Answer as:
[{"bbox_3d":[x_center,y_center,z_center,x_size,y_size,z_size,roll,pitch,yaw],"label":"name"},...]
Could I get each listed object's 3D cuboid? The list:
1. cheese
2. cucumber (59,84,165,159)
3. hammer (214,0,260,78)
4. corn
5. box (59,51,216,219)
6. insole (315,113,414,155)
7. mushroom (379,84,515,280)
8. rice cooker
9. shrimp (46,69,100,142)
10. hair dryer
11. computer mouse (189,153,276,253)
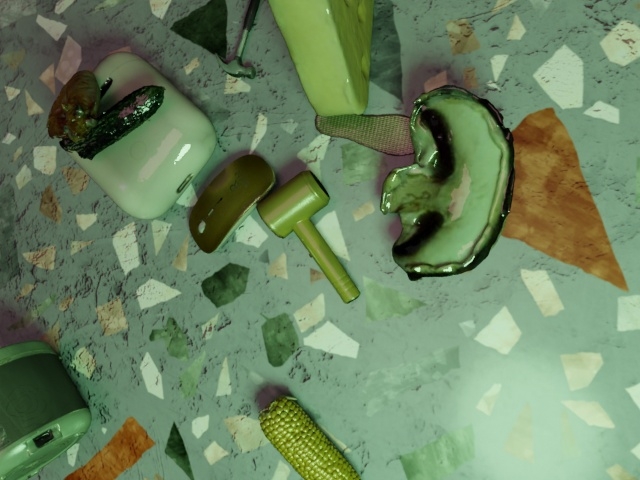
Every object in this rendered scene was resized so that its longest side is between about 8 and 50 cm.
[{"bbox_3d":[0.022,-0.476,0.813,0.104,0.384,0.384,3,88,23],"label":"cheese"},{"bbox_3d":[-0.414,-0.238,0.872,0.245,0.067,0.067,-27,80,13],"label":"cucumber"},{"bbox_3d":[-0.170,-0.496,0.983,0.103,0.029,0.246,15,90,16],"label":"hammer"},{"bbox_3d":[-0.018,0.423,0.857,0.260,0.091,0.091,43,134,13],"label":"corn"},{"bbox_3d":[-0.421,-0.239,0.980,0.349,0.141,0.288,43,100,14],"label":"box"},{"bbox_3d":[0.105,-0.231,0.900,0.253,0.005,0.086,15,91,16],"label":"insole"},{"bbox_3d":[0.235,-0.097,0.801,0.247,0.130,0.344,-4,85,32],"label":"mushroom"},{"bbox_3d":[-0.697,0.384,0.954,0.288,0.288,0.277,-41,79,10],"label":"rice cooker"},{"bbox_3d":[-0.491,-0.252,0.850,0.154,0.062,0.294,-49,41,6],"label":"shrimp"},{"bbox_3d":[0.000,0.000,0.886,0.135,0.090,0.278,-36,85,9],"label":"hair dryer"},{"bbox_3d":[-0.202,-0.081,0.947,0.245,0.056,0.126,-46,63,11],"label":"computer mouse"}]
